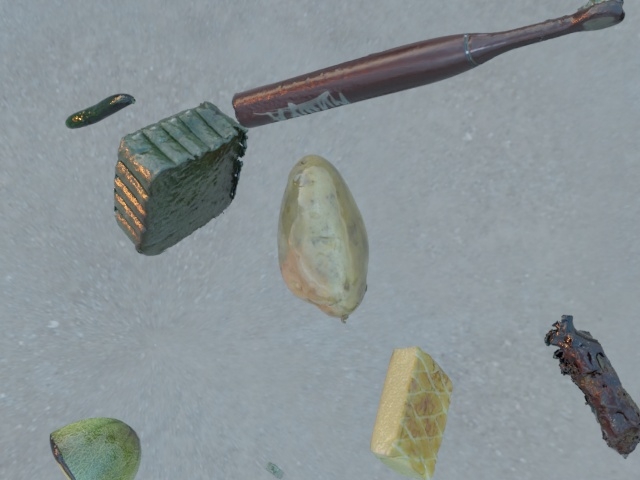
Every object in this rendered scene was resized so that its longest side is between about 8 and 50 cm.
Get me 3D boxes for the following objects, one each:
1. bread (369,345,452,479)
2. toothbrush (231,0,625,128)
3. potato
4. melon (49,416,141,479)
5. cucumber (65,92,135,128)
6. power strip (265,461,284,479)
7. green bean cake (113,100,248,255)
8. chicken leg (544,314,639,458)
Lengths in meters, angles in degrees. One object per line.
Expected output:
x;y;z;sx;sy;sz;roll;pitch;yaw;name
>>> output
0.152;0.284;1.424;0.125;0.068;0.188;42;53;-37;bread
0.076;-0.151;0.756;0.364;0.041;0.041;-10;84;30;toothbrush
-0.002;0.001;1.270;0.128;0.161;0.234;-7;120;24;potato
-0.321;0.333;1.306;0.128;0.079;0.160;-37;120;-21;melon
-0.390;-0.229;1.547;0.036;0.184;0.033;-34;105;-53;cucumber
-0.084;0.419;1.590;0.027;0.083;0.017;29;73;14;power strip
-0.199;-0.089;1.201;0.094;0.173;0.181;41;51;20;green bean cake
0.372;0.200;1.167;0.063;0.105;0.234;-30;91;4;chicken leg
